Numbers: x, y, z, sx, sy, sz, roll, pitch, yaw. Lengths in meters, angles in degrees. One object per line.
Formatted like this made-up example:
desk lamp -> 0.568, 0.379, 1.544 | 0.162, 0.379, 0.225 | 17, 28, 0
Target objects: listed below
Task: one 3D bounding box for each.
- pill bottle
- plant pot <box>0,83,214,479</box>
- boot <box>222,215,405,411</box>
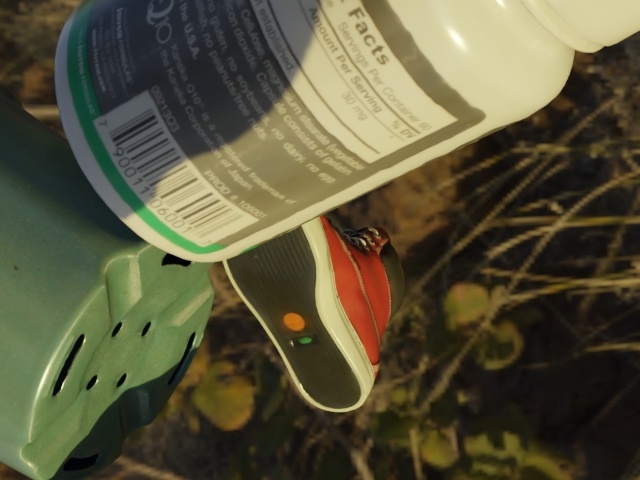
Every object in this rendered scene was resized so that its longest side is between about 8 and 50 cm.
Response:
pill bottle -> 0.027, -0.139, 0.866 | 0.361, 0.204, 0.204 | -25, 69, 31
plant pot -> -0.297, 0.028, 1.256 | 0.334, 0.341, 0.341 | 28, 122, 21
boot -> 0.000, 0.000, 1.207 | 0.088, 0.176, 0.244 | -7, 123, 27
